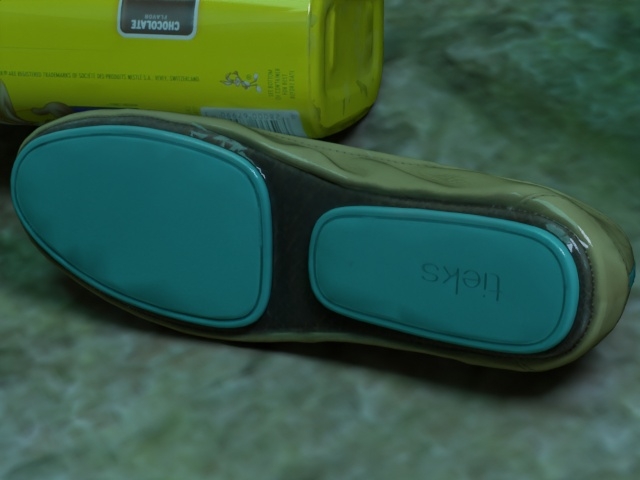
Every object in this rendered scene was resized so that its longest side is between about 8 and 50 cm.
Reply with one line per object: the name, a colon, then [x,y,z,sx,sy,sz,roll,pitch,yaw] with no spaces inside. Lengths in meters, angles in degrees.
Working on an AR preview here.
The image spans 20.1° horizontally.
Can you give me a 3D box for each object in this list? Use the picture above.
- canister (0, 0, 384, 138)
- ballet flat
canister: [-0.069,-0.080,0.719,0.170,0.073,0.126,3,12,14]
ballet flat: [0.000,0.000,0.641,0.232,0.080,0.073,14,16,25]
